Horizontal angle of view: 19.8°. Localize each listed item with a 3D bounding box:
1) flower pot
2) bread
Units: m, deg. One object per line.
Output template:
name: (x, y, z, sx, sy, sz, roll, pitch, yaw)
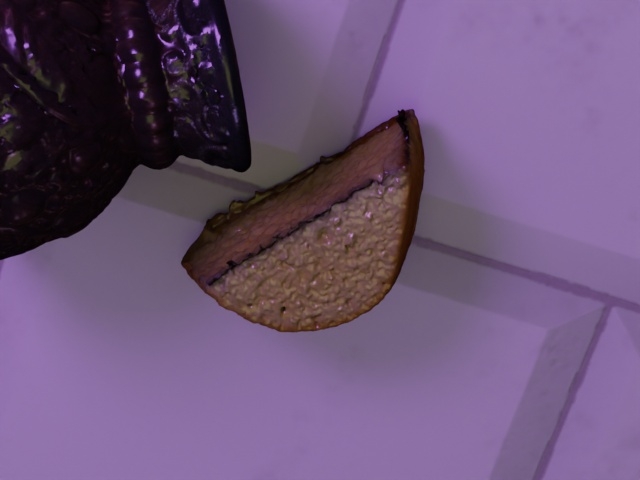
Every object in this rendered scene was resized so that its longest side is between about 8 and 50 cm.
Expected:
flower pot: (-0.206, -0.128, 1.578, 0.267, 0.266, 0.267, -10, 111, -5)
bread: (0.010, 0.004, 1.684, 0.260, 0.129, 0.134, -33, 114, 14)
